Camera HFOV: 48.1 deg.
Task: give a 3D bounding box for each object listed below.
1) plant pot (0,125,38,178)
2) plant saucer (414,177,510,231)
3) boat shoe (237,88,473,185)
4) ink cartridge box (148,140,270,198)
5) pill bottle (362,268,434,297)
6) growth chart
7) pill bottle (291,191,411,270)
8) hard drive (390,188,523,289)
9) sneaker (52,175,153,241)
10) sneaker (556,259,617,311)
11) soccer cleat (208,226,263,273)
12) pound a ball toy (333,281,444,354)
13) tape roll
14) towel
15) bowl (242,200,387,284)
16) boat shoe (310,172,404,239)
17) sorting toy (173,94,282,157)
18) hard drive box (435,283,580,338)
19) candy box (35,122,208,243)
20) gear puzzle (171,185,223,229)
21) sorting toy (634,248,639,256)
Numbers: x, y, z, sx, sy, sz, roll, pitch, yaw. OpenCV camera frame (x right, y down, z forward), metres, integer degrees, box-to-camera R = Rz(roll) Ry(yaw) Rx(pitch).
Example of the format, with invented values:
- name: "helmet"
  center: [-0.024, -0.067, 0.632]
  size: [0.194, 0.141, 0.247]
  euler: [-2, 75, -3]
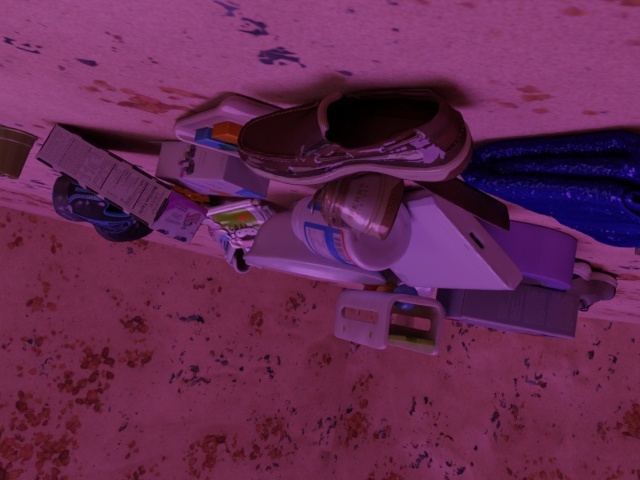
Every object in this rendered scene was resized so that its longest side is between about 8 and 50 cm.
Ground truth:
- name: "plant pot"
  center: [-0.545, -0.150, 1.251]
  size: [0.083, 0.079, 0.083]
  euler: [11, 174, 1]
- name: "plant saucer"
  center: [0.169, -0.064, 0.899]
  size: [0.168, 0.029, 0.168]
  euler: [28, -169, -6]
- name: "boat shoe"
  center: [0.019, -0.116, 0.720]
  size: [0.257, 0.095, 0.095]
  euler: [0, 156, 26]
- name: "ink cartridge box"
  center: [-0.178, -0.110, 1.108]
  size: [0.181, 0.061, 0.104]
  euler: [6, 171, 35]
- name: "pill bottle"
  center: [0.149, 0.048, 1.639]
  size: [0.229, 0.131, 0.131]
  euler: [10, 173, 1]
- name: "growth chart"
  center: [-0.148, -0.023, 1.569]
  size: [0.172, 0.021, 0.237]
  euler: [-17, 146, 23]
- name: "pill bottle"
  center: [0.040, -0.025, 1.184]
  size: [0.124, 0.124, 0.221]
  euler: [14, -179, -30]
- name: "hard drive"
  center: [0.177, 0.003, 1.216]
  size: [0.203, 0.040, 0.307]
  euler: [47, 161, -15]
- name: "sneaker"
  center: [-0.463, -0.064, 1.666]
  size: [0.139, 0.125, 0.341]
  euler: [3, 173, 20]
- name: "sneaker"
  center: [0.589, 0.112, 1.621]
  size: [0.100, 0.108, 0.271]
  euler: [2, 170, 42]
- name: "soccer cleat"
  center: [-0.216, 0.010, 1.814]
  size: [0.116, 0.143, 0.331]
  euler: [13, 173, -24]
- name: "pound a ball toy"
  center: [0.166, 0.160, 1.533]
  size: [0.208, 0.136, 0.319]
  euler: [9, 176, -18]
- name: "tape roll"
  center: [0.338, 0.027, 1.362]
  size: [0.275, 0.090, 0.275]
  euler: [10, 174, 1]
- name: "towel"
  center: [0.338, -0.043, 0.838]
  size: [0.308, 0.076, 0.227]
  euler: [16, 171, -39]
- name: "bowl"
  center: [0.000, 0.000, 1.451]
  size: [0.298, 0.134, 0.298]
  euler: [10, 173, 1]
- name: "boat shoe"
  center: [0.036, -0.065, 0.934]
  size: [0.089, 0.104, 0.285]
  euler: [16, -178, -8]
- name: "sorting toy"
  center: [-0.073, -0.125, 0.925]
  size: [0.193, 0.038, 0.208]
  euler: [14, 172, -27]
- name: "hard drive box"
  center: [0.367, 0.132, 1.440]
  size: [0.232, 0.089, 0.181]
  euler: [11, 173, -6]
- name: "candy box"
  center: [-0.315, -0.089, 1.158]
  size: [0.233, 0.071, 0.159]
  euler: [30, 178, 13]
- name: "gear puzzle"
  center: [-0.294, -0.087, 1.597]
  size: [0.175, 0.044, 0.339]
  euler: [13, 170, -5]
- name: "sorting toy"
  center: [0.603, 0.035, 1.207]
  size: [0.132, 0.046, 0.274]
  euler: [8, 173, 19]
